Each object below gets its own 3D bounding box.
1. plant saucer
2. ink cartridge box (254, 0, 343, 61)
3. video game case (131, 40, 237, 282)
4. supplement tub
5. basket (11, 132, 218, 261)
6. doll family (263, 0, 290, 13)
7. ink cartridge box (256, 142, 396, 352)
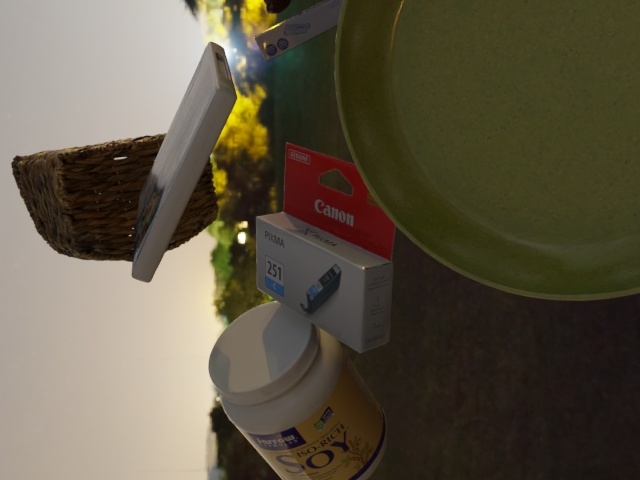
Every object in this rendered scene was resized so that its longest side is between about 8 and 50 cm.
[{"bbox_3d":[0.125,-0.090,0.366,0.037,0.241,0.241,-28,-57,-65],"label":"plant saucer"},{"bbox_3d":[-0.011,-0.371,1.218,0.046,0.207,0.097,62,-177,-18],"label":"ink cartridge box"},{"bbox_3d":[-0.139,-0.085,0.718,0.201,0.023,0.183,-60,23,20],"label":"video game case"},{"bbox_3d":[-0.037,0.295,1.332,0.241,0.241,0.331,-95,-22,-52],"label":"supplement tub"},{"bbox_3d":[-0.366,-0.075,1.308,0.223,0.299,0.214,4,107,48],"label":"basket"},{"bbox_3d":[-0.059,-0.274,0.605,0.111,0.076,0.193,48,179,13],"label":"doll family"},{"bbox_3d":[0.000,0.000,1.147,0.296,0.066,0.261,25,119,49],"label":"ink cartridge box"}]
